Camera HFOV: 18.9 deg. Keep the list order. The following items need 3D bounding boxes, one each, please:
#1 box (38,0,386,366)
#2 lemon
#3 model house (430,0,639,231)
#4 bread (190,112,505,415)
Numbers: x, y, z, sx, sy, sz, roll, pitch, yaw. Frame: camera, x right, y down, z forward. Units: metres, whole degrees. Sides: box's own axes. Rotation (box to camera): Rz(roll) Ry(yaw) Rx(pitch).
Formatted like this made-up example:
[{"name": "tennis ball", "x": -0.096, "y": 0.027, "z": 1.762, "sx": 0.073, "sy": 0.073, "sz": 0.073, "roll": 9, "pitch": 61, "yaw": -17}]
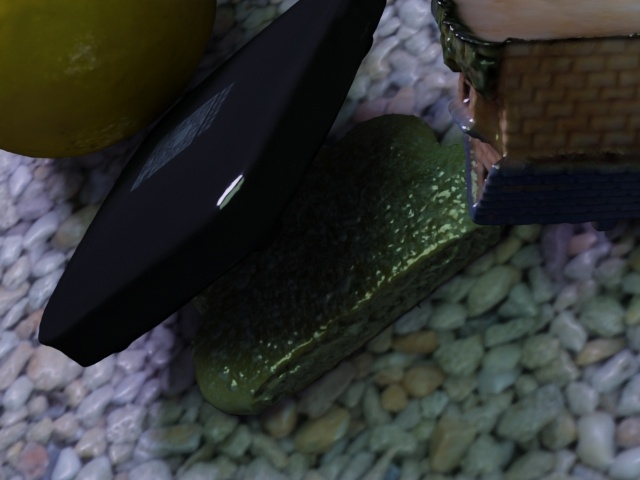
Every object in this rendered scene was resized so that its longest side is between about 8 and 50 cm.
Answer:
[{"name": "box", "x": -0.078, "y": -0.056, "z": 1.457, "sx": 0.289, "sy": 0.073, "sz": 0.290, "roll": -35, "pitch": 22, "yaw": 45}, {"name": "lemon", "x": -0.225, "y": -0.208, "z": 1.616, "sx": 0.297, "sy": 0.297, "sz": 0.297, "roll": -18, "pitch": 49, "yaw": 21}, {"name": "model house", "x": 0.160, "y": -0.094, "z": 1.365, "sx": 0.167, "sy": 0.172, "sz": 0.183, "roll": -5, "pitch": 26, "yaw": -7}, {"name": "bread", "x": 0.000, "y": 0.000, "z": 1.478, "sx": 0.286, "sy": 0.056, "sz": 0.207, "roll": -39, "pitch": 46, "yaw": -1}]
